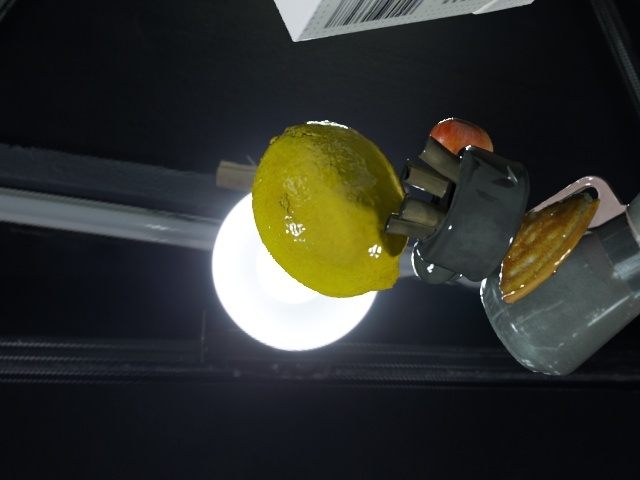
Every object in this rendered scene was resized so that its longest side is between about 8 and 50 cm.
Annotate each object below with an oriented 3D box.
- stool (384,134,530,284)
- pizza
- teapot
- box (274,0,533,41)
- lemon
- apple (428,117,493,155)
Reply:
[{"bbox_3d":[0.157,-0.023,0.803,0.139,0.228,0.153,20,-148,-3],"label":"stool"},{"bbox_3d":[0.301,0.008,0.928,0.036,0.176,0.185,37,-94,-15],"label":"pizza"},{"bbox_3d":[0.487,0.058,1.188,0.253,0.344,0.300,3,-124,-55],"label":"teapot"},{"bbox_3d":[0.084,-0.331,0.644,0.330,0.095,0.210,-20,-100,-28],"label":"box"},{"bbox_3d":[0.014,-0.047,0.969,0.235,0.236,0.263,-25,-124,-27],"label":"lemon"},{"bbox_3d":[0.439,-0.284,2.031,0.209,0.209,0.164,20,-99,7],"label":"apple"}]
